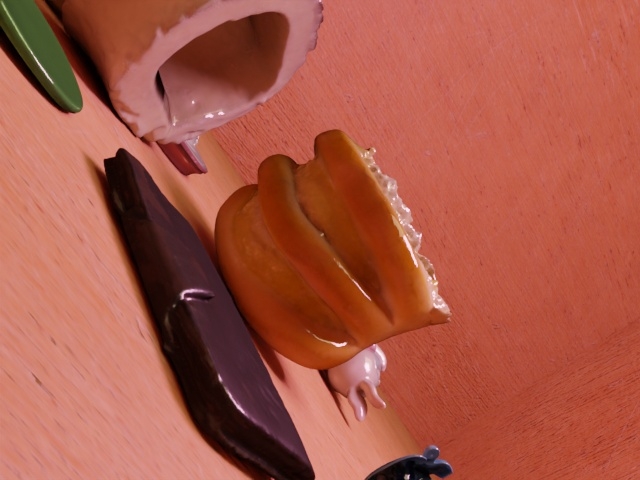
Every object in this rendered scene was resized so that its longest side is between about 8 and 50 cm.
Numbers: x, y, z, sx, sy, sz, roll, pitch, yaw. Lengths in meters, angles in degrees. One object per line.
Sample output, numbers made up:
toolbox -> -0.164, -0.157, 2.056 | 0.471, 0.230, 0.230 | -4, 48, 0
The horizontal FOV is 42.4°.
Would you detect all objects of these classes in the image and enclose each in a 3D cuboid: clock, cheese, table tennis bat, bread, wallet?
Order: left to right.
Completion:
table tennis bat -> -0.272, -0.214, 0.694 | 0.160, 0.039, 0.257 | 59, -4, 42
clock -> -0.251, -0.209, 1.316 | 0.244, 0.056, 0.244 | 58, 1, -2
cheese -> -0.160, -0.267, 1.066 | 0.153, 0.292, 0.332 | 58, -11, 14
wallet -> -0.099, 0.056, 0.688 | 0.309, 0.042, 0.165 | 58, -1, 40
bread -> 0.000, 0.000, 1.077 | 0.211, 0.270, 0.316 | 81, -10, -51

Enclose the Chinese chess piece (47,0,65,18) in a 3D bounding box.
Chinese chess piece -> -0.339, -0.386, 1.097 | 0.251, 0.097, 0.251 | 57, 0, 0

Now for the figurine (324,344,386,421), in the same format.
figurine -> 0.059, 0.232, 1.517 | 0.155, 0.127, 0.236 | 76, -10, -58

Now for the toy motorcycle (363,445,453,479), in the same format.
toy motorcycle -> 0.110, 0.318, 0.822 | 0.272, 0.123, 0.182 | -122, -170, -63
